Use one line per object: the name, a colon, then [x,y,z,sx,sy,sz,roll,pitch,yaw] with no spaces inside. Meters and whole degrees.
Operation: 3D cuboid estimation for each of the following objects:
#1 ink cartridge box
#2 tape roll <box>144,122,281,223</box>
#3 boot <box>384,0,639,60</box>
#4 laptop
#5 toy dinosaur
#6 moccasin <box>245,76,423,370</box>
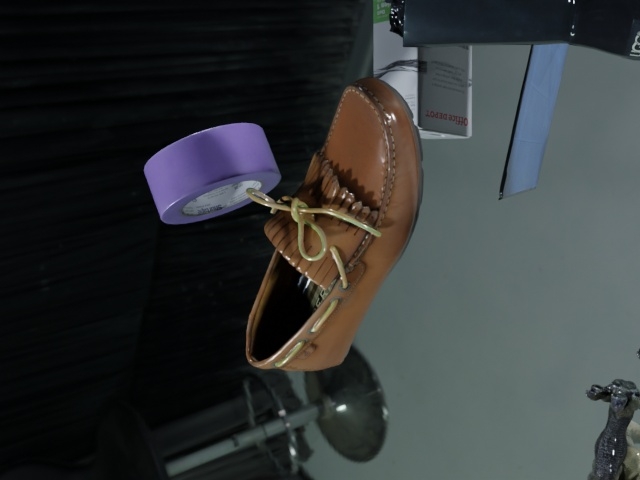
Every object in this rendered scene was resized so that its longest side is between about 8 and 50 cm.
ink cartridge box: [0.162,-0.272,1.319,0.093,0.160,0.219,1,91,41]
tape roll: [-0.160,-0.097,1.251,0.189,0.189,0.080,-35,75,53]
boot: [0.156,-0.221,0.557,0.094,0.207,0.246,84,-162,-62]
laptop: [0.378,-0.239,0.978,0.408,0.382,0.236,-23,88,20]
toy dinosaur: [0.187,0.129,0.498,0.064,0.268,0.118,7,107,20]
moccasin: [-0.001,-0.002,0.913,0.139,0.147,0.380,57,139,32]
